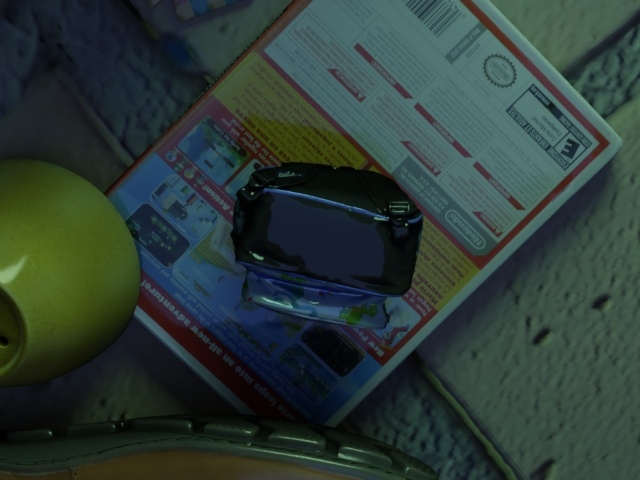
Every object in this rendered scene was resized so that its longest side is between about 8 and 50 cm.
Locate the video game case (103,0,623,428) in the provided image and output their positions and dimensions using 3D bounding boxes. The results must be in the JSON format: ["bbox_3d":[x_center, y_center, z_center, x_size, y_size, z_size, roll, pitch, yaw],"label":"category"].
[{"bbox_3d":[0.013,-0.030,0.946,0.285,0.025,0.204,-45,102,6],"label":"video game case"}]

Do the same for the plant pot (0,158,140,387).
[{"bbox_3d":[-0.181,0.031,0.893,0.134,0.095,0.134,4,112,10],"label":"plant pot"}]

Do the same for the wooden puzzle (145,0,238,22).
[{"bbox_3d":[-0.068,-0.160,0.920,0.083,0.006,0.049,-19,103,1],"label":"wooden puzzle"}]

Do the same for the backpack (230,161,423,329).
[{"bbox_3d":[0.000,0.000,0.880,0.105,0.114,0.084,11,103,-4],"label":"backpack"}]

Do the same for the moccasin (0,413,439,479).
[{"bbox_3d":[-0.114,0.176,0.901,0.380,0.139,0.147,-4,84,2],"label":"moccasin"}]
